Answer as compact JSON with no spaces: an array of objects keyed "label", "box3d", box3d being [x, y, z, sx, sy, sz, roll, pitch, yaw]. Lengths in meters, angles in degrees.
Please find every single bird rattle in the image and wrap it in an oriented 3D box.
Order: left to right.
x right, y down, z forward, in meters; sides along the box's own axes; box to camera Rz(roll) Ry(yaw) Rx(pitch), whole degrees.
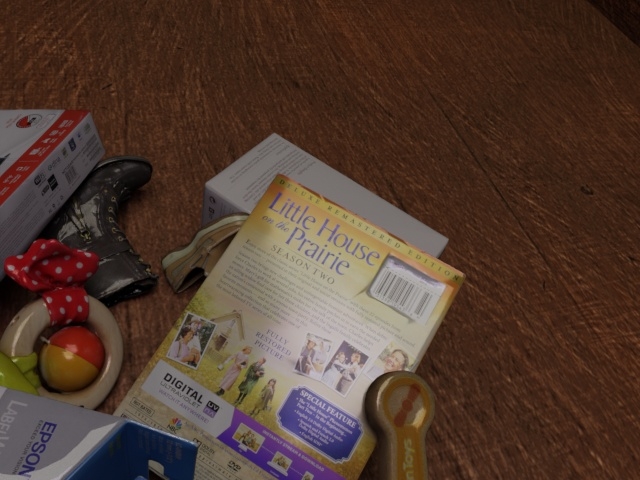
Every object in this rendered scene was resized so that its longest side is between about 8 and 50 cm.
[{"label":"bird rattle","box3d":[-0.344,0.129,0.726,0.143,0.207,0.253,-13,44,26]}]

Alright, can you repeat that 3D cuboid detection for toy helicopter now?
[{"label":"toy helicopter","box3d":[0.079,0.326,0.630,0.235,0.140,0.355,4,70,-12]}]

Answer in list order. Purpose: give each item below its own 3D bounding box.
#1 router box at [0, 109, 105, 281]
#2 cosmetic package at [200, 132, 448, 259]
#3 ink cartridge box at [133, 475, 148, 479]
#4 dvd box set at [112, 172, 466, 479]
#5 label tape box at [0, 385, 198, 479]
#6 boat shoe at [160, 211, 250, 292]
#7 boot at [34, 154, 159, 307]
[{"label":"router box","box3d":[-0.535,-0.075,0.828,0.301,0.082,0.335,2,42,9]},{"label":"cosmetic package","box3d":[0.000,0.000,0.949,0.365,0.155,0.197,35,50,13]},{"label":"ink cartridge box","box3d":[-0.233,0.421,0.429,0.151,0.270,0.395,32,48,15]},{"label":"dvd box set","box3d":[-0.039,0.150,0.751,0.307,0.062,0.420,29,74,10]},{"label":"label tape box","box3d":[-0.312,0.252,0.568,0.347,0.249,0.115,17,47,-2]},{"label":"boat shoe","box3d":[-0.169,0.025,0.875,0.068,0.190,0.072,5,59,-51]},{"label":"boot","box3d":[-0.335,-0.006,0.912,0.263,0.091,0.229,-34,70,-31]}]
